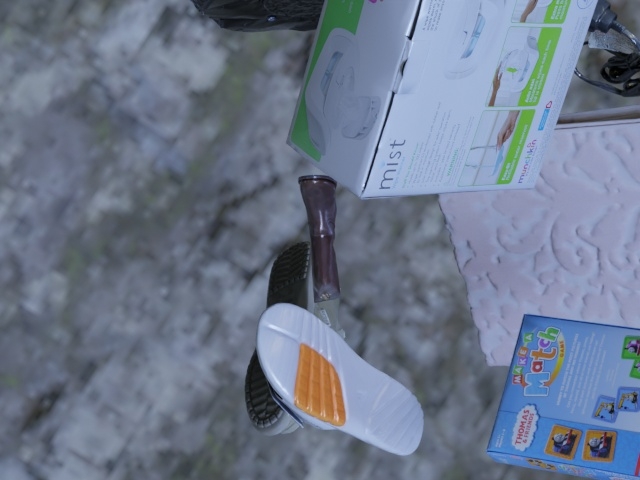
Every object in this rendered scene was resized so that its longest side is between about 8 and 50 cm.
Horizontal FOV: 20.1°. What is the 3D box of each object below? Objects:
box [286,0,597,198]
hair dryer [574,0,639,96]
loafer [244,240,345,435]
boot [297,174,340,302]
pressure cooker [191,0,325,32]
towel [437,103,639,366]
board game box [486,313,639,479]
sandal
[{"bbox_3d":[0.119,-0.180,1.648,0.127,0.231,0.262,39,-58,42],"label":"box"},{"bbox_3d":[0.414,-0.206,2.008,0.080,0.293,0.223,-65,160,-9],"label":"hair dryer"},{"bbox_3d":[-0.020,0.127,2.233,0.102,0.092,0.268,-22,-135,42],"label":"loafer"},{"bbox_3d":[0.000,0.000,1.786,0.106,0.037,0.114,54,35,-69],"label":"boot"},{"bbox_3d":[-0.010,-0.488,2.138,0.370,0.420,0.375,-14,171,24],"label":"pressure cooker"},{"bbox_3d":[0.305,0.003,2.078,0.317,0.332,0.053,-3,-149,25],"label":"towel"},{"bbox_3d":[0.291,0.165,1.858,0.211,0.039,0.160,7,-112,29],"label":"board game box"},{"bbox_3d":[0.005,0.163,1.940,0.076,0.265,0.102,-11,-128,42],"label":"sandal"}]
